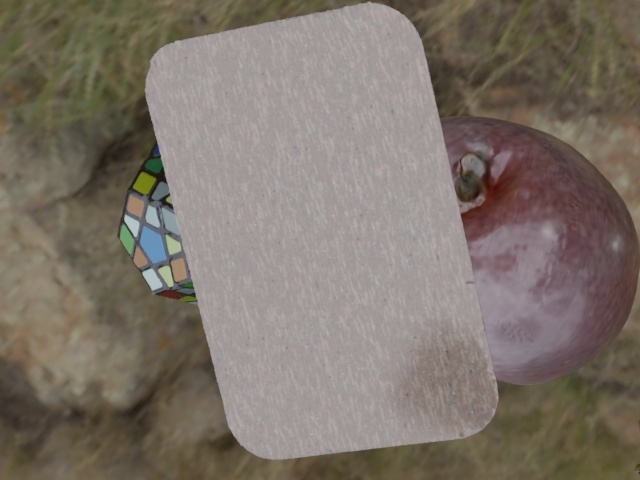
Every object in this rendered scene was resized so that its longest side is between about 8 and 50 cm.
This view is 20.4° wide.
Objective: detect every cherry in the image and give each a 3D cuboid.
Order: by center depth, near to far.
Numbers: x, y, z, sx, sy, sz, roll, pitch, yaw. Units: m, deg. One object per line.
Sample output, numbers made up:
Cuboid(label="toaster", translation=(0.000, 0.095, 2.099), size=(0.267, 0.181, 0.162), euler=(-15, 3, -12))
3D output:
Cuboid(label="cherry", translation=(0.155, 0.016, 1.560), size=(0.261, 0.221, 0.307), euler=(24, 170, 33))

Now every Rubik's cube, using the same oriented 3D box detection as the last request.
Cuboid(label="Rubik's cube", translation=(-0.076, -0.016, 1.240), size=(0.133, 0.112, 0.133), euler=(24, 125, 39))

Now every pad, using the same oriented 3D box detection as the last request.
Cuboid(label="pad", translation=(0.000, 0.000, 1.056), size=(0.176, 0.002, 0.266), euler=(-9, 102, 19))

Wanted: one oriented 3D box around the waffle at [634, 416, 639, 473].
Cuboid(label="waffle", translation=(0.352, 0.053, 1.180), size=(0.095, 0.380, 0.382), euler=(31, 129, -11))
